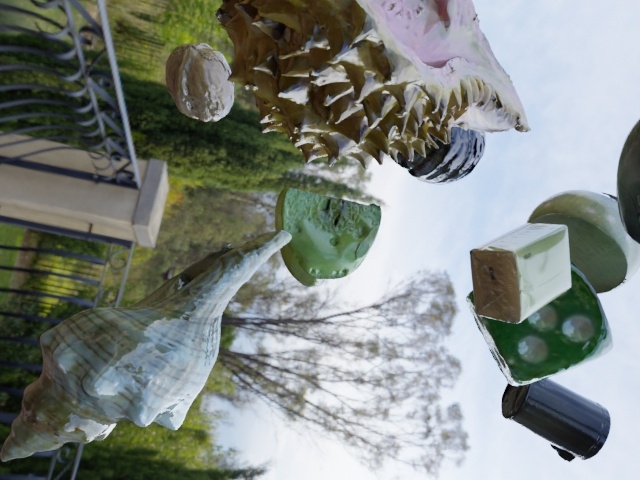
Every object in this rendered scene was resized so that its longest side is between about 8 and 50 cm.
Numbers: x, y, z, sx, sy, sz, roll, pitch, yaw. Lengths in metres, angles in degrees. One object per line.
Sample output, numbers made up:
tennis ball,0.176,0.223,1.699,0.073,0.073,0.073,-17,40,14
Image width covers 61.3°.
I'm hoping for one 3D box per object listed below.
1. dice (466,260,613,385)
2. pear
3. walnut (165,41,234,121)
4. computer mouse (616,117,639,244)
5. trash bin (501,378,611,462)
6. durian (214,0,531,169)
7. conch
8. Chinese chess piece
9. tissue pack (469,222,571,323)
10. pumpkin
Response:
dice,0.591,0.215,1.491,0.300,0.287,0.297,66,8,15
pear,0.000,0.000,1.793,0.238,0.342,0.318,176,-75,-76
walnut,-0.352,-0.461,1.577,0.245,0.198,0.198,87,6,-52
computer mouse,0.694,-0.083,1.127,0.167,0.090,0.379,24,-53,64
trash bin,0.796,0.591,1.858,0.252,0.301,0.203,-62,180,17
durian,0.016,-0.146,0.428,0.195,0.305,0.185,-15,-131,35
conch,-0.191,0.128,0.644,0.203,0.386,0.170,19,-50,59
Chinese chess piece,0.818,0.003,1.691,0.146,0.349,0.349,-43,175,-26
tissue pack,0.445,0.065,1.191,0.125,0.234,0.159,5,-72,50
pumpkin,0.227,-0.215,1.084,0.162,0.220,0.220,-48,-152,39
